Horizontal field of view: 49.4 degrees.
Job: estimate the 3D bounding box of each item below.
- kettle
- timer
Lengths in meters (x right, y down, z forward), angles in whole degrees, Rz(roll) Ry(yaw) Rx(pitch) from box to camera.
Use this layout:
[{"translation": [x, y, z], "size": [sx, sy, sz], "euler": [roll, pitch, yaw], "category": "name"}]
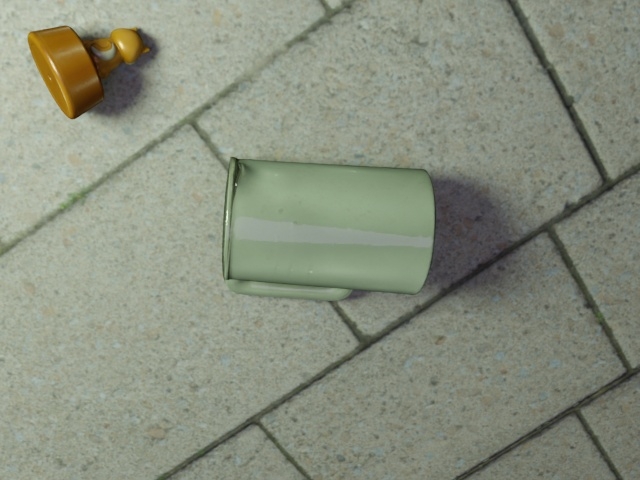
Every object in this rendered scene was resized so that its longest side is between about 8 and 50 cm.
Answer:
[{"translation": [0.001, -0.016, 1.133], "size": [0.318, 0.265, 0.205], "euler": [3, 79, -9], "category": "kettle"}, {"translation": [-0.328, -0.268, 1.025], "size": [0.152, 0.132, 0.132], "euler": [-30, 114, -21], "category": "timer"}]
